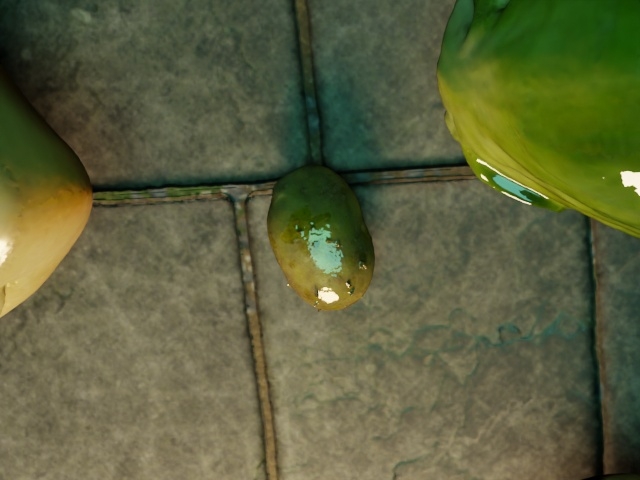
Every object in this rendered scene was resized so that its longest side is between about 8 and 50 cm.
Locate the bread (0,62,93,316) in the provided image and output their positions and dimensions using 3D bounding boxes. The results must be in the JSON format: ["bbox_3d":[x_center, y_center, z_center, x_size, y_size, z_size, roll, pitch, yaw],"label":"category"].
[{"bbox_3d":[-0.405,-0.077,1.289,0.348,0.253,0.376,-39,93,22],"label":"bread"}]

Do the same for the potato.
[{"bbox_3d":[0.000,0.000,1.329,0.091,0.070,0.138,-19,100,14],"label":"potato"}]

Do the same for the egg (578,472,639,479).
[{"bbox_3d":[0.305,0.379,1.259,0.287,0.287,0.379,-41,94,18],"label":"egg"}]

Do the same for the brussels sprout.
[{"bbox_3d":[0.284,-0.137,1.138,0.371,0.315,0.276,19,84,11],"label":"brussels sprout"}]
